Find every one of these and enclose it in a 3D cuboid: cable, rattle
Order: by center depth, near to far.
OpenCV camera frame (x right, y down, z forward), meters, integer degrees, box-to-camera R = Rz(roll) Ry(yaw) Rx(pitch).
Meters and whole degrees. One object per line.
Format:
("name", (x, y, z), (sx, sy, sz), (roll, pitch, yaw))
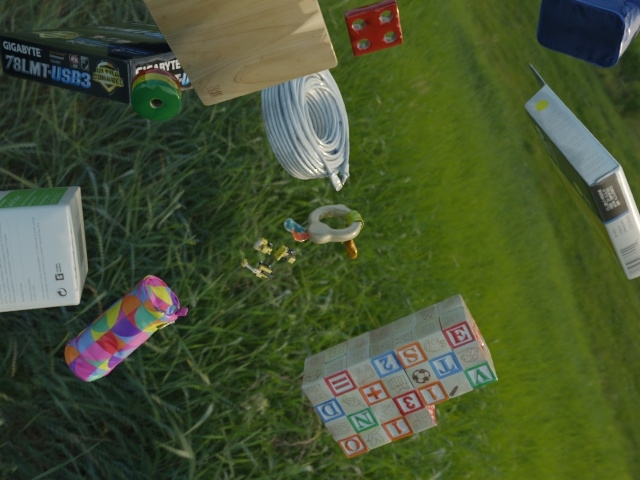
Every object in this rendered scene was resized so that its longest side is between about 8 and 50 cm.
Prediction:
("cable", (-0.026, -0.255, 1.438), (0.257, 0.089, 0.257), (45, 44, -45))
("rattle", (0.000, 0.000, 1.630), (0.200, 0.143, 0.130), (-29, 66, -36))

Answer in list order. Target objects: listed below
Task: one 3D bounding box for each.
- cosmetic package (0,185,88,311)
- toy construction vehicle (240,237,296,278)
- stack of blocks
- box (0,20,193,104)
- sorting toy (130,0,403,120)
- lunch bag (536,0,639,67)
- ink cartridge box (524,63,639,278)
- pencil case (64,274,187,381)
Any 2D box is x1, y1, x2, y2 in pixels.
("cosmetic package", (-0.538, 0.019, 1.000), (0.365, 0.197, 0.155), (-4, 104, -15))
("toy construction vehicle", (-0.109, 0.042, 1.473), (0.098, 0.086, 0.035), (31, 23, -37))
("stack of blocks", (0.139, 0.233, 1.173), (0.171, 0.297, 0.087), (59, 15, -21))
("box", (-0.307, -0.302, 1.131), (0.293, 0.295, 0.073), (-33, 132, -50))
("sorting toy", (-0.058, -0.198, 0.602), (0.132, 0.274, 0.046), (63, 15, -54))
("lunch bag", (0.262, -0.222, 0.673), (0.098, 0.067, 0.065), (31, 63, 25))
("ink cartridge box", (0.464, -0.123, 1.237), (0.303, 0.072, 0.307), (44, 18, -43))
("pencil case", (-0.370, 0.168, 1.301), (0.104, 0.236, 0.104), (49, 15, -18))
